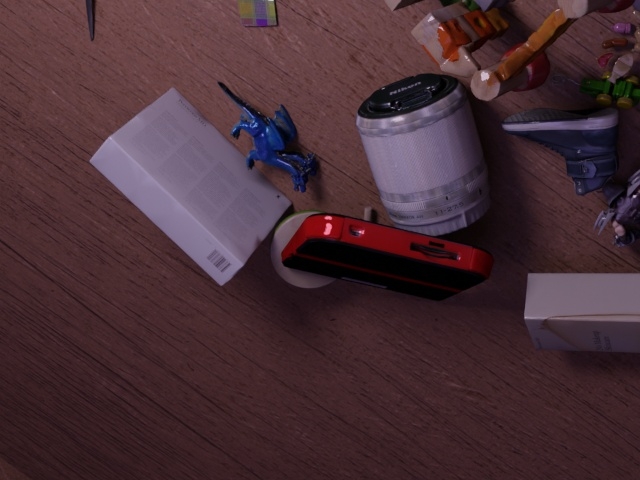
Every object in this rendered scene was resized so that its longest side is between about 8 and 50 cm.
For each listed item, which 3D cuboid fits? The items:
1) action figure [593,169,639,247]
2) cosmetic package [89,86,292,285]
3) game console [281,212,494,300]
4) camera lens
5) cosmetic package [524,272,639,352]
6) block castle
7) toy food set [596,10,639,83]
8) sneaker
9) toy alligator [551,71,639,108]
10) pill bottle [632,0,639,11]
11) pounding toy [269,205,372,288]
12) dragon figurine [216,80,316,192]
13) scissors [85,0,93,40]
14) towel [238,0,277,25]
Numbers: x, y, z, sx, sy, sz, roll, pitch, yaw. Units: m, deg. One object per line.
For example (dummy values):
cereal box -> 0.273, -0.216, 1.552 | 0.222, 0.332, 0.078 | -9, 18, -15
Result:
action figure -> 0.656, -0.033, 1.788 | 0.285, 0.099, 0.185 | 34, 134, 6
cosmetic package -> -0.267, -0.123, 1.999 | 0.377, 0.284, 0.097 | 45, 128, -7
game console -> 0.129, 0.040, 1.908 | 0.386, 0.060, 0.342 | 13, 166, -9
camera lens -> 0.203, -0.171, 1.811 | 0.219, 0.219, 0.274 | -8, 117, 27
cosmetic package -> 0.582, 0.147, 1.880 | 0.309, 0.113, 0.160 | -2, 149, 24
block castle -> 0.279, -0.485, 1.558 | 0.453, 0.213, 0.303 | 53, 136, 8
toy food set -> 0.544, -0.351, 1.671 | 0.078, 0.019, 0.122 | 41, 112, 0
sneaker -> 0.458, -0.167, 1.773 | 0.226, 0.086, 0.163 | 7, 121, 35
toy alligator -> 0.524, -0.277, 1.721 | 0.189, 0.056, 0.051 | 14, 167, 21
pill bottle -> 0.637, -0.471, 1.481 | 0.283, 0.160, 0.160 | -6, 117, 26
pounding toy -> 0.000, 0.000, 2.093 | 0.236, 0.110, 0.183 | -7, 113, -4
dragon figurine -> -0.108, -0.234, 1.987 | 0.144, 0.085, 0.289 | -10, 116, 27
scissors -> -0.503, -0.566, 1.978 | 0.109, 0.021, 0.297 | 33, 137, 6
towel -> -0.130, -0.468, 1.899 | 0.083, 0.009, 0.060 | 5, 121, 19
